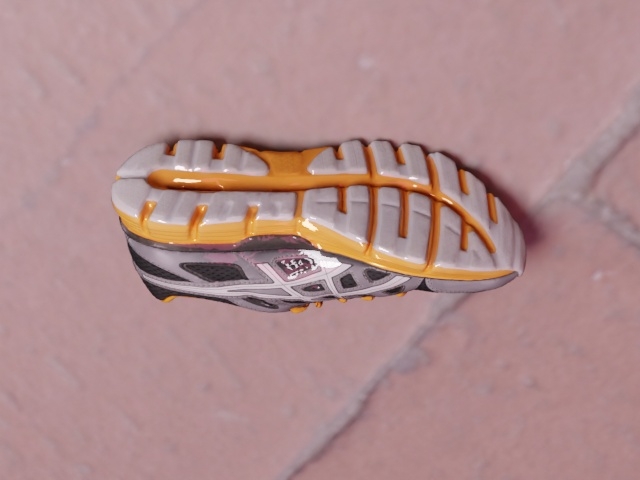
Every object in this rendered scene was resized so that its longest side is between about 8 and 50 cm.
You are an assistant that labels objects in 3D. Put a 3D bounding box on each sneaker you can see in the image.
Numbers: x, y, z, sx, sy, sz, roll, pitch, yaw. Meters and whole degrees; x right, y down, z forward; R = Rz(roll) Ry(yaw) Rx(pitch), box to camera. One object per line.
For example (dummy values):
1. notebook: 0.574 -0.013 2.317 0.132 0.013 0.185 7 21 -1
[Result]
1. sneaker: 0.000 0.000 0.612 0.215 0.084 0.083 7 134 1
